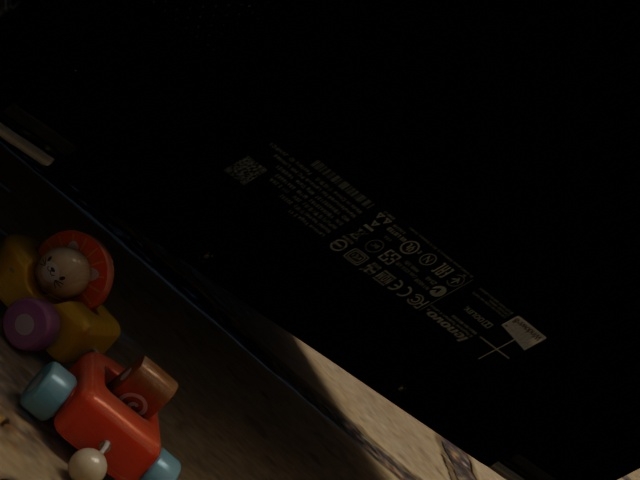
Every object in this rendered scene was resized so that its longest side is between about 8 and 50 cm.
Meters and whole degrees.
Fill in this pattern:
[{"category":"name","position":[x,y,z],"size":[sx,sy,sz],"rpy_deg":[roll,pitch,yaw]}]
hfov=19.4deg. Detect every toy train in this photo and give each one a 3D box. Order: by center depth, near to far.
[{"category":"toy train","position":[-0.105,0.012,0.639],"size":[0.166,0.046,0.125],"rpy_deg":[42,9,-11]}]

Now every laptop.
[{"category":"laptop","position":[0.018,-0.076,0.768],"size":[0.382,0.408,0.236],"rpy_deg":[36,33,-40]}]
